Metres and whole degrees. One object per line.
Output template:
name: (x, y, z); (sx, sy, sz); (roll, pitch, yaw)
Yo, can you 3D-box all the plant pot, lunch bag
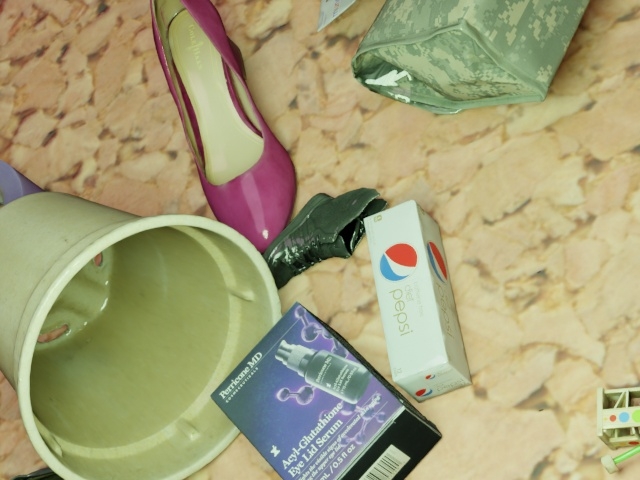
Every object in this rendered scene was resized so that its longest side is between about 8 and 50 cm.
plant pot: (-0.268, 0.085, 1.752); (0.305, 0.334, 0.333); (28, 81, 49)
lunch bag: (0.178, -0.284, 1.750); (0.287, 0.169, 0.235); (1, 60, 59)

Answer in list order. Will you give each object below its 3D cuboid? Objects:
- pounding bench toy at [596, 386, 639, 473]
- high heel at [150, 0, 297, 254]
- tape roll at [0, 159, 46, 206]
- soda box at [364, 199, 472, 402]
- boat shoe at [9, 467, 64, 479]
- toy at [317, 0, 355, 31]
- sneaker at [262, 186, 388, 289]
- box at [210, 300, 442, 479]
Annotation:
pounding bench toy: (0.318, 0.193, 1.493); (0.065, 0.052, 0.083); (-8, 62, 26)
high heel: (-0.142, -0.158, 1.865); (0.127, 0.181, 0.377); (-30, 54, 13)
tape roll: (-0.465, -0.014, 2.042); (0.189, 0.080, 0.189); (-14, 59, 25)
soda box: (0.109, 0.066, 1.669); (0.069, 0.074, 0.216); (-22, 56, 19)
boat shoe: (-0.353, 0.327, 1.786); (0.285, 0.092, 0.102); (-21, 56, 19)
toy: (0.065, -0.384, 1.874); (0.237, 0.056, 0.137); (-34, 29, 35)
sneaker: (0.001, 0.001, 1.780); (0.089, 0.051, 0.170); (28, 78, 42)
box: (0.004, 0.195, 1.640); (0.153, 0.108, 0.207); (-49, 52, 0)
